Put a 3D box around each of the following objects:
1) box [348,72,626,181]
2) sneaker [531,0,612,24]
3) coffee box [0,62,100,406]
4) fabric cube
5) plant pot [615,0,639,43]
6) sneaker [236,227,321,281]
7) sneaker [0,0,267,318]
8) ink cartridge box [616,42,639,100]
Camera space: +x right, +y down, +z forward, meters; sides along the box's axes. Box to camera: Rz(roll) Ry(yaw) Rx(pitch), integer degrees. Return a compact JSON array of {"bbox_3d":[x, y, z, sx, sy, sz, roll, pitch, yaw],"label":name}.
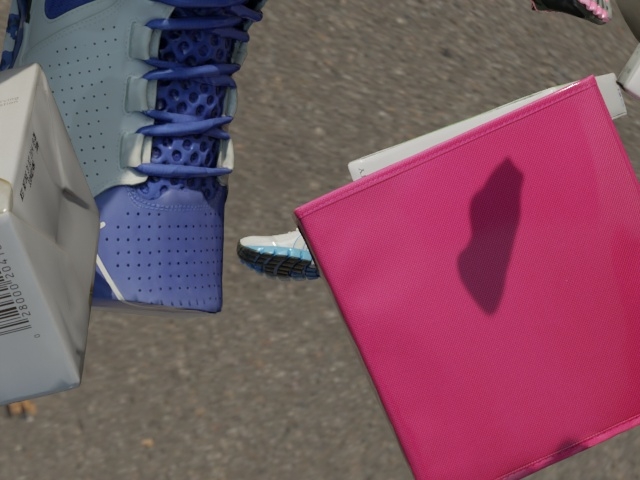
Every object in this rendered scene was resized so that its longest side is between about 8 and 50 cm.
[{"bbox_3d":[0.191,-0.113,1.605,0.232,0.322,0.058,-19,90,24],"label":"box"},{"bbox_3d":[0.243,-0.250,1.504,0.119,0.047,0.057,27,139,-20],"label":"sneaker"},{"bbox_3d":[-0.236,0.018,0.676,0.246,0.141,0.098,-13,122,5],"label":"coffee box"},{"bbox_3d":[0.142,0.041,1.225,0.254,0.259,0.258,-25,91,-1],"label":"fabric cube"},{"bbox_3d":[0.160,-0.219,0.539,0.334,0.334,0.305,-56,41,11],"label":"plant pot"},{"bbox_3d":[0.000,0.000,1.638,0.190,0.071,0.083,3,69,-14],"label":"sneaker"},{"bbox_3d":[-0.084,-0.121,0.801,0.182,0.127,0.316,-17,76,42],"label":"sneaker"},{"bbox_3d":[0.452,-0.177,1.357,0.275,0.060,0.239,29,103,-4],"label":"ink cartridge box"}]
